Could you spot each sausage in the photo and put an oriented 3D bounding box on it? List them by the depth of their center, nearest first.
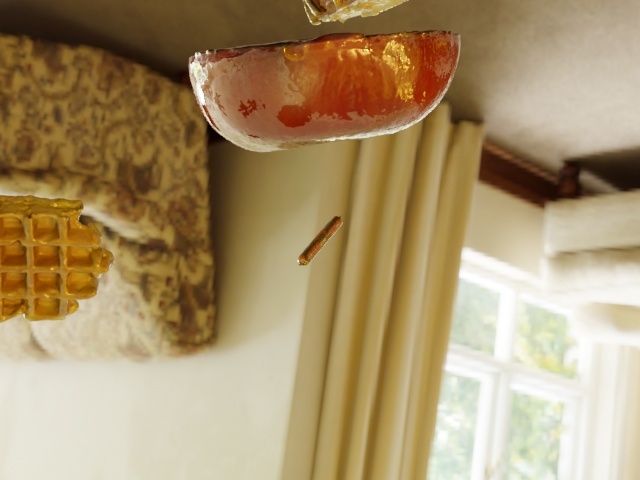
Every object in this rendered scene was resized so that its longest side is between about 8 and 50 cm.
[{"bbox_3d":[0.000,0.000,1.349,0.015,0.100,0.015,19,133,22],"label":"sausage"}]

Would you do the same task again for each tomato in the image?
[{"bbox_3d":[0.007,-0.122,0.943,0.225,0.085,0.225,-8,-175,1],"label":"tomato"}]

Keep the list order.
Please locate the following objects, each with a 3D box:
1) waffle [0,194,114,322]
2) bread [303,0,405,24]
[{"bbox_3d":[-0.352,0.026,1.379,0.211,0.055,0.160,2,123,-11],"label":"waffle"},{"bbox_3d":[0.041,-0.425,1.442,0.185,0.275,0.114,-23,167,37],"label":"bread"}]
